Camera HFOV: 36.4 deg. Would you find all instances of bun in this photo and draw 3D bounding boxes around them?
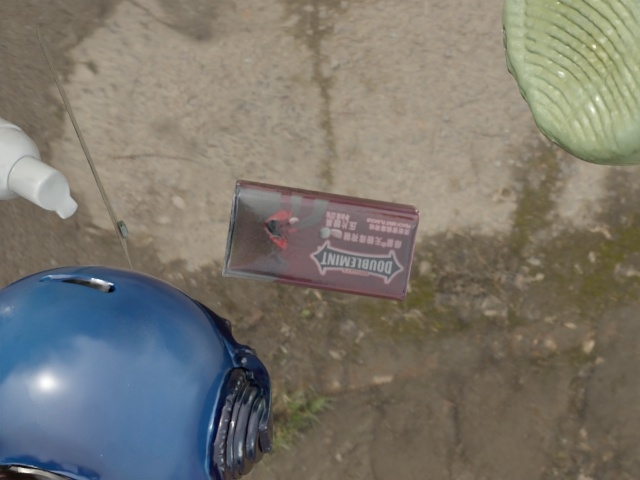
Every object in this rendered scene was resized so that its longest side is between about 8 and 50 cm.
[{"bbox_3d":[0.234,-0.157,0.749,0.118,0.195,0.195,-19,110,-30],"label":"bun"}]

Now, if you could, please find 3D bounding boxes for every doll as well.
[{"bbox_3d":[-0.185,0.161,0.735,0.284,0.310,0.240,8,137,9],"label":"doll"}]

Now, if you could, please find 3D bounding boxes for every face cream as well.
[{"bbox_3d":[-0.590,-0.154,1.728,0.145,0.370,0.145,-52,157,-33],"label":"face cream"}]

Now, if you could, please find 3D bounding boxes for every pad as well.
[{"bbox_3d":[-0.250,-0.101,1.045,0.009,0.159,0.265,-22,112,-8],"label":"pad"}]

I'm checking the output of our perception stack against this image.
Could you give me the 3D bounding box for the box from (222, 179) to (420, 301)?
[{"bbox_3d":[0.000,0.000,1.171,0.224,0.069,0.120,10,99,-5],"label":"box"}]
